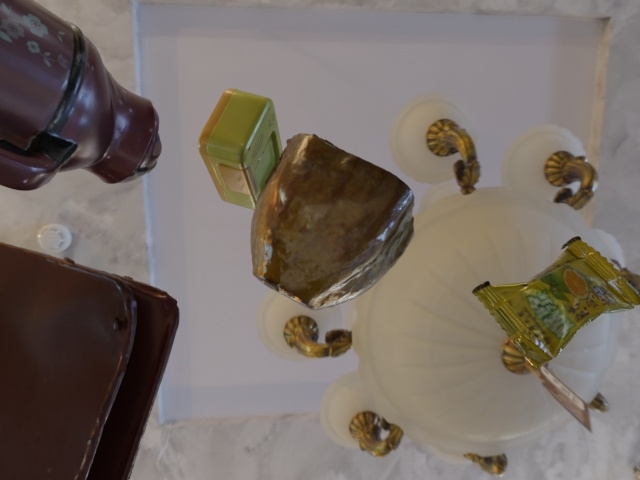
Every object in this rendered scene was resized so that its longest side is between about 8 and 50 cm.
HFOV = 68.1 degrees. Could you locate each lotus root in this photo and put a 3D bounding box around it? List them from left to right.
[{"bbox_3d":[-0.001,0.000,0.589,0.188,0.199,0.180,26,-108,20],"label":"lotus root"}]

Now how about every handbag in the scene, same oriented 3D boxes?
[{"bbox_3d":[-0.288,0.136,0.436,0.276,0.084,0.260,13,-100,20],"label":"handbag"}]

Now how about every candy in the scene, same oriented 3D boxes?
[{"bbox_3d":[0.463,0.105,0.915,0.297,0.081,0.187,-26,-120,-17],"label":"candy"}]

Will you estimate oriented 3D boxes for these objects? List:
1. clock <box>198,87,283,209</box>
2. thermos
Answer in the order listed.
[{"bbox_3d":[-0.137,-0.158,0.857,0.096,0.202,0.143,19,-114,11],"label":"clock"},{"bbox_3d":[-0.221,-0.111,0.259,0.330,0.136,0.109,25,-90,-54],"label":"thermos"}]
